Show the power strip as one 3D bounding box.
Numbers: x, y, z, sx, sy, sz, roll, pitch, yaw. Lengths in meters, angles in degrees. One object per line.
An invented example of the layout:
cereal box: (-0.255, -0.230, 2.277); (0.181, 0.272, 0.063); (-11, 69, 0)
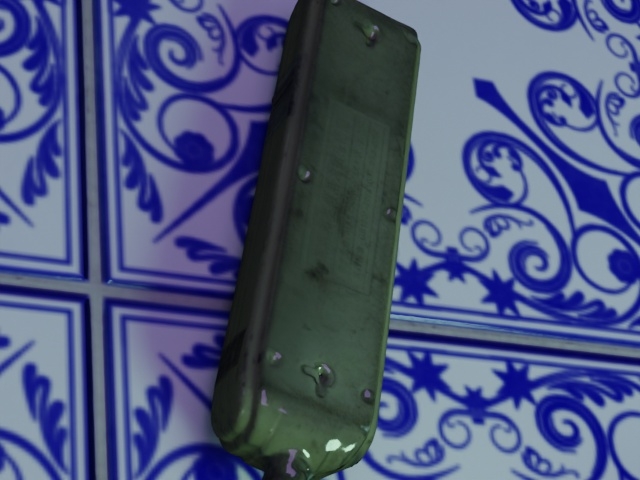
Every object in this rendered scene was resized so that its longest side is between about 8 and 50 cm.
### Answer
power strip: (0.000, 0.000, 1.008); (0.092, 0.066, 0.387); (22, 51, -17)
